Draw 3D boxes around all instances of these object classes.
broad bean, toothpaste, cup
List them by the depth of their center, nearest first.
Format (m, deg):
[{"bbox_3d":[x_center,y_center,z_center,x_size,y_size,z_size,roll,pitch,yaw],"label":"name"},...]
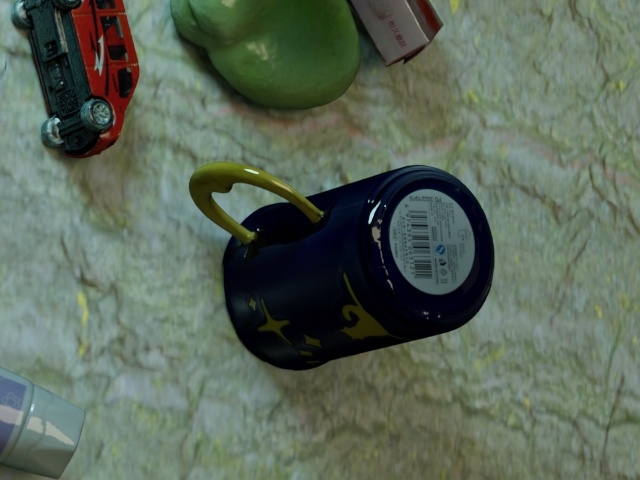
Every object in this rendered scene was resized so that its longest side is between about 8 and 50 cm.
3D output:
[{"bbox_3d":[-0.389,0.113,1.627,0.371,0.080,0.125,24,67,-20],"label":"toothpaste"},{"bbox_3d":[0.004,0.022,1.800,0.255,0.256,0.178,6,76,-32],"label":"cup"},{"bbox_3d":[-0.054,-0.231,1.918,0.228,0.100,0.169,47,61,-28],"label":"broad bean"}]

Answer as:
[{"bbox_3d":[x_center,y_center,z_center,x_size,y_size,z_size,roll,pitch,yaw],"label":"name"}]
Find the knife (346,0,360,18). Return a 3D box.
[{"bbox_3d":[-0.044,-0.365,1.962,0.336,0.043,0.081,51,16,-15],"label":"knife"}]

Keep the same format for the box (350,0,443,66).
[{"bbox_3d":[0.070,-0.272,1.998,0.156,0.060,0.111,60,18,-11],"label":"box"}]

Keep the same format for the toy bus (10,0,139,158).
[{"bbox_3d":[-0.231,-0.179,1.793,0.089,0.081,0.195,-11,85,-45],"label":"toy bus"}]
